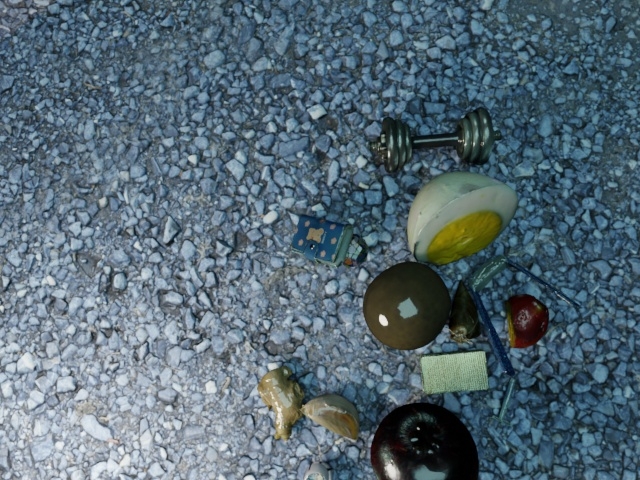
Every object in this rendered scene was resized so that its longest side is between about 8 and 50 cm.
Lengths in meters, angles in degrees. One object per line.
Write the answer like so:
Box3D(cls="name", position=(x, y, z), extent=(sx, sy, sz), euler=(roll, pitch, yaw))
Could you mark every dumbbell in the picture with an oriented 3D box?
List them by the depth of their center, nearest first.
Box3D(cls="dumbbell", position=(0.355, -0.311, 1.348), extent=(0.405, 0.179, 0.179), euler=(-4, 83, 4))

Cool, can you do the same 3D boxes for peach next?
Box3D(cls="peach", position=(0.618, 0.246, 1.302), extent=(0.127, 0.092, 0.172), euler=(23, 83, 4))

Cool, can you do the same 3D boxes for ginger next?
Box3D(cls="ginger", position=(-0.111, 0.503, 1.340), extent=(0.137, 0.074, 0.214), euler=(-25, 78, 6))

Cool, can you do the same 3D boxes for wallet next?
Box3D(cls="wallet", position=(0.000, 0.000, 1.347), extent=(0.202, 0.059, 0.141), euler=(16, 86, 41))

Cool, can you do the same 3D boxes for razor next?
Box3D(cls="razor", position=(0.564, 0.484, 1.310), extent=(0.068, 0.040, 0.135), euler=(23, 79, 6))

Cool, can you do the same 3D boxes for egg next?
Box3D(cls="egg", position=(0.383, -0.091, 1.281), extent=(0.336, 0.337, 0.201), euler=(-29, 52, 1))

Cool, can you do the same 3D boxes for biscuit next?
Box3D(cls="biscuit", position=(0.409, 0.402, 1.326), extent=(0.199, 0.040, 0.122), euler=(-5, 85, 5))

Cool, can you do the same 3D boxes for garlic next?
Box3D(cls="garlic", position=(0.045, 0.522, 1.309), extent=(0.195, 0.087, 0.102), euler=(28, 81, -7))

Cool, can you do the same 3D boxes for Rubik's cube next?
Box3D(cls="Rubik's cube", position=(0.098, 0.032, 1.369), extent=(0.111, 0.111, 0.093), euler=(-19, 109, 2))

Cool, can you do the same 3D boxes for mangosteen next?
Box3D(cls="mangosteen", position=(0.292, 0.611, 1.204), extent=(0.299, 0.300, 0.301), euler=(-1, 83, 5))

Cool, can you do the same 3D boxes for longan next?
Box3D(cls="longan", position=(0.251, 0.194, 1.261), extent=(0.257, 0.258, 0.259), euler=(-1, 83, 5))

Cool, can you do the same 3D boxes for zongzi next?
Box3D(cls="zongzi", position=(0.417, 0.207, 1.282), extent=(0.084, 0.187, 0.184), euler=(-11, 80, 26))

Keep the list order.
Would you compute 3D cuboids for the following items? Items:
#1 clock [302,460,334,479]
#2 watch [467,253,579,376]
Box3D(cls="clock", position=(-0.032, 0.749, 1.299), extent=(0.117, 0.080, 0.176), euler=(16, 86, 7))
Box3D(cls="watch", position=(0.542, 0.203, 1.269), extent=(0.276, 0.068, 0.274), euler=(-49, 50, 6))
